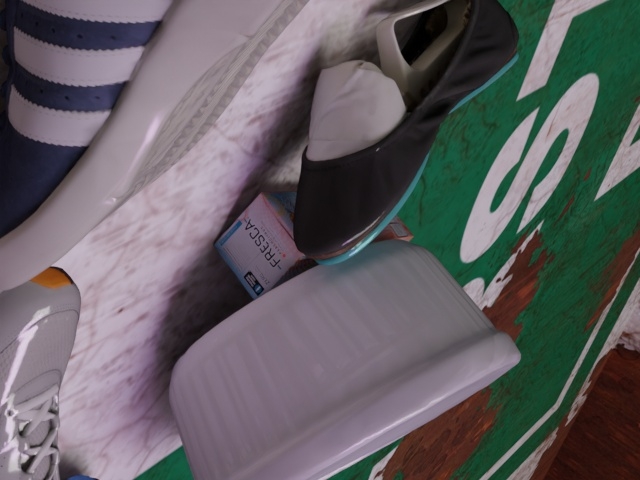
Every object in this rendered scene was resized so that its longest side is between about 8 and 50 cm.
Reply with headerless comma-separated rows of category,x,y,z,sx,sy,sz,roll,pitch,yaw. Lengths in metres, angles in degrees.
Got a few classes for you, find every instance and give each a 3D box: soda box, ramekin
soda box,0.000,0.000,0.866,0.063,0.058,0.183,-46,161,24
ramekin,0.006,0.107,0.852,0.272,0.127,0.273,-29,167,-7

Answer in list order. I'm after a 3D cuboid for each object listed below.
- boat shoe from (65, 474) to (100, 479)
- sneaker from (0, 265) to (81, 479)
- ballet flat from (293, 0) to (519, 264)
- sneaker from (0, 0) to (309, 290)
boat shoe,-0.219,0.293,0.795,0.258,0.109,0.089,-51,177,-8
sneaker,-0.179,0.140,0.646,0.099,0.121,0.262,-15,134,-58
ballet flat,0.049,-0.104,0.803,0.280,0.095,0.096,-51,122,-35
sneaker,-0.099,-0.113,0.490,0.350,0.148,0.131,-43,-175,38
